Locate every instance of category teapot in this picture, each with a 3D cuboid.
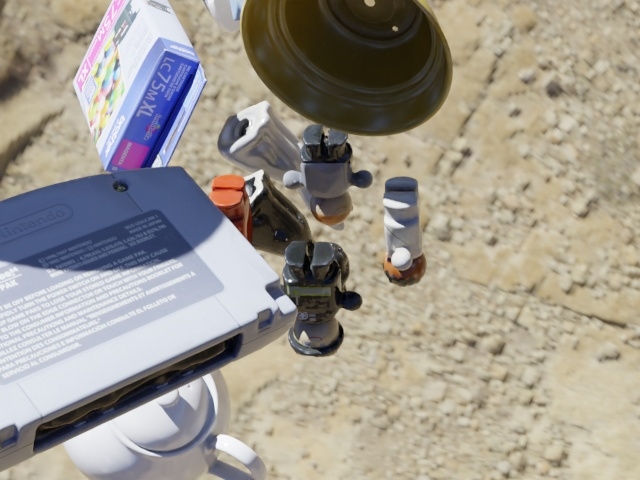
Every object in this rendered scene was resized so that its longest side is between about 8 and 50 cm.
[{"bbox_3d":[-0.220,0.225,1.970,0.187,0.256,0.253,144,118,-64],"label":"teapot"}]

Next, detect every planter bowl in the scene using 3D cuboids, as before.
[{"bbox_3d":[0.037,-0.212,1.456,0.217,0.217,0.090,-4,42,30],"label":"planter bowl"}]

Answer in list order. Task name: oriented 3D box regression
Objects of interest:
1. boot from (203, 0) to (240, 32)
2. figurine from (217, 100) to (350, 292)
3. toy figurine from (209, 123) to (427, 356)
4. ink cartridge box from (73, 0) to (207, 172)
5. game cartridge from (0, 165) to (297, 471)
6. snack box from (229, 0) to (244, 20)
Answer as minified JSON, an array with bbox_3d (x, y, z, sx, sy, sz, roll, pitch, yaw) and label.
[{"bbox_3d":[-0.155,-0.371,1.969,0.069,0.190,0.086,-34,35,-33],"label":"boot"},{"bbox_3d":[-0.034,-0.045,1.863,0.092,0.209,0.215,-31,37,27],"label":"figurine"},{"bbox_3d":[0.000,0.000,1.588,0.209,0.148,0.213,-34,50,-27],"label":"toy figurine"},{"bbox_3d":[-0.241,-0.208,1.938,0.186,0.065,0.311,-60,33,21],"label":"ink cartridge box"},{"bbox_3d":[-0.189,0.046,1.128,0.198,0.297,0.062,45,140,29],"label":"game cartridge"},{"bbox_3d":[-0.057,-0.384,1.846,0.070,0.207,0.175,-2,110,24],"label":"snack box"}]
